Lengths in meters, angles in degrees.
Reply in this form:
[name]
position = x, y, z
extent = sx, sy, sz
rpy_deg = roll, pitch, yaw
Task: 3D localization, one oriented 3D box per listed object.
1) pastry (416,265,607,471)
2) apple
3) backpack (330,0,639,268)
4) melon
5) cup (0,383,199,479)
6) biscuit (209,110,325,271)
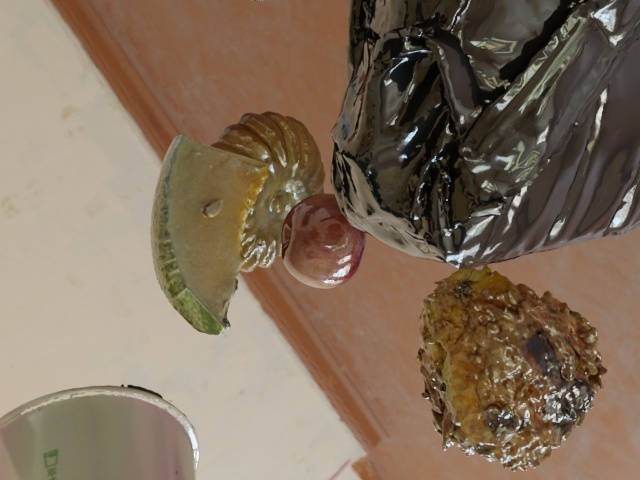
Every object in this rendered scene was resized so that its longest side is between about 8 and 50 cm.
[pastry]
position = 0.349, 0.247, 1.282
extent = 0.405, 0.338, 0.292
rpy_deg = 27, 163, -38
[apple]
position = 0.000, 0.000, 1.090
extent = 0.153, 0.119, 0.154
rpy_deg = -174, 90, -69
[backpack]
position = 0.181, -0.197, 0.531
extent = 0.255, 0.363, 0.446
rpy_deg = 33, 130, 50
[melon]
position = -0.108, -0.007, 0.604
extent = 0.097, 0.182, 0.054
rpy_deg = 14, 144, -7
[cup]
position = -0.214, 0.318, 0.660
extent = 0.274, 0.253, 0.253
rpy_deg = -124, 15, -52
[biscuit]
position = -0.106, -0.085, 1.331
extent = 0.107, 0.325, 0.326
rpy_deg = 26, 143, 39
